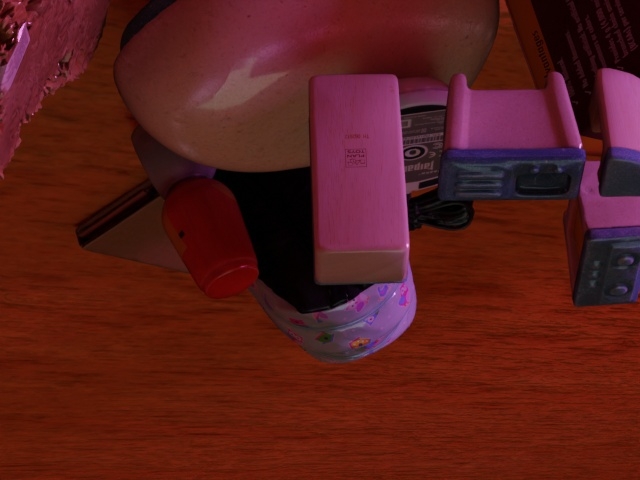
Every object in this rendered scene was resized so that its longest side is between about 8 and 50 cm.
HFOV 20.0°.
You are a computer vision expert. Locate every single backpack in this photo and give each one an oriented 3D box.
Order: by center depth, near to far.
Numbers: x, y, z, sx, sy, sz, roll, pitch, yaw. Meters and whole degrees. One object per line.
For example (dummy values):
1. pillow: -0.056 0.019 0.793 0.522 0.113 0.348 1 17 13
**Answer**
1. backpack: 0.000 0.000 1.365 0.152 0.182 0.115 -33 142 0

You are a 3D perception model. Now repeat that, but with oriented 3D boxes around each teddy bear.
1. teddy bear: -0.205 -0.103 0.957 0.113 0.338 0.245 18 133 3

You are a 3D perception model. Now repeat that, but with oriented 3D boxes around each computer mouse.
1. computer mouse: 0.056 -0.058 1.171 0.106 0.042 0.193 -7 154 -6

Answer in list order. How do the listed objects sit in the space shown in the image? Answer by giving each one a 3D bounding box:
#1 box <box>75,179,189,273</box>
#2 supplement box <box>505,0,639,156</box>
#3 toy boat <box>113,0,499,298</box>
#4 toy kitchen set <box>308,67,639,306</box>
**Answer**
1. box: -0.076 -0.021 1.510 0.164 0.021 0.201 -32 152 29
2. supplement box: 0.226 -0.178 1.130 0.129 0.191 0.194 3 152 -38
3. toy boat: -0.043 -0.101 1.225 0.267 0.148 0.318 -7 149 -34
4. toy kitchen set: 0.098 -0.004 1.083 0.207 0.122 0.166 -1 148 0
